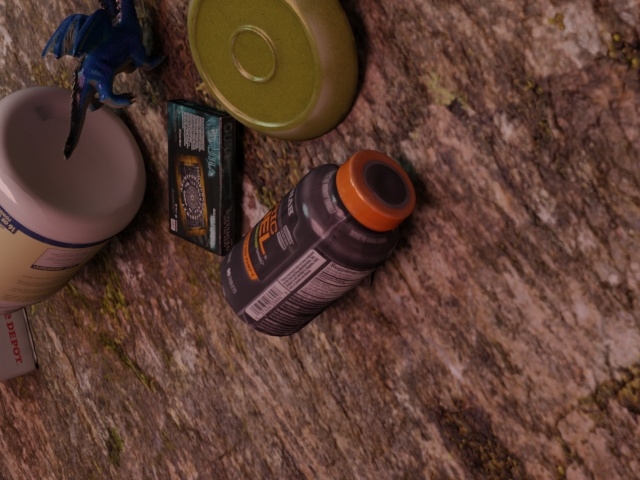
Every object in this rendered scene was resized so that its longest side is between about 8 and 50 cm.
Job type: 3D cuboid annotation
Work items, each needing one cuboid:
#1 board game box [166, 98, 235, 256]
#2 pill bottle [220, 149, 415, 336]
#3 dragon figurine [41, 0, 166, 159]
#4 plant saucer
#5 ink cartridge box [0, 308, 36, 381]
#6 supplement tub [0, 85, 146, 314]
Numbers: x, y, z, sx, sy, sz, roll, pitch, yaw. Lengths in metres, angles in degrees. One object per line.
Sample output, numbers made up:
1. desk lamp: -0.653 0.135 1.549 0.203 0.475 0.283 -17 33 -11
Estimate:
1. board game box: -0.157 -0.083 1.275 0.126 0.026 0.186 23 118 45
2. pill bottle: 0.000 0.000 1.094 0.246 0.130 0.130 -42 73 41
3. dragon figurine: -0.293 -0.242 1.244 0.085 0.289 0.144 6 144 44
4. plant saucer: -0.068 -0.217 1.110 0.241 0.037 0.241 22 131 28
5. ink cartridge box: -0.646 0.162 1.638 0.117 0.278 0.201 -5 99 47
6. supplement tub: -0.421 -0.045 1.394 0.325 0.235 0.235 -37 77 42
